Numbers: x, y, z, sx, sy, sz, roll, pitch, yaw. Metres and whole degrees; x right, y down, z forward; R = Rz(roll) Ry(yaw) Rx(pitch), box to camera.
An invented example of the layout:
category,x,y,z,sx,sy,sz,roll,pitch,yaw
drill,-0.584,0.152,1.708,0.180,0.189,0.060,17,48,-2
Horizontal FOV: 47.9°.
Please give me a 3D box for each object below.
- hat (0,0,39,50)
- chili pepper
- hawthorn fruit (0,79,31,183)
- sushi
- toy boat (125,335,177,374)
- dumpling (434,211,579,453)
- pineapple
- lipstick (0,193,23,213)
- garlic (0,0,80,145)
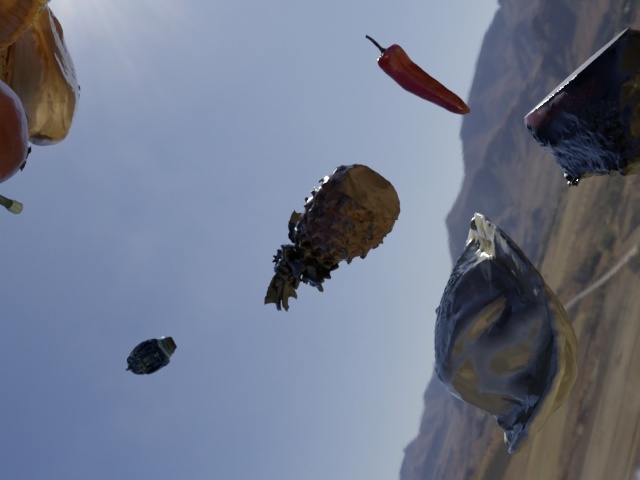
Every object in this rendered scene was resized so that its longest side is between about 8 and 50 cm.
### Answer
category,x,y,z,sx,sy,sz,roll,pitch,yaw
hat,-0.372,-0.208,0.538,0.233,0.233,0.244,-91,-11,-54
chili pepper,0.190,-0.332,1.462,0.063,0.272,0.071,-52,-10,16
hawthorn fruit,-0.465,-0.154,0.914,0.202,0.185,0.185,-30,37,65
sushi,0.335,-0.149,0.827,0.136,0.126,0.225,-43,-1,-7
toy boat,-0.311,0.211,1.294,0.061,0.060,0.137,-30,2,-44
dumpling,0.198,0.084,0.811,0.175,0.243,0.227,-33,-36,-21
pineapple,0.000,0.000,1.215,0.310,0.141,0.170,-47,42,39
lipstick,-0.829,-0.104,1.882,0.116,0.037,0.037,46,-120,-64
garlic,-0.643,-0.361,1.507,0.286,0.249,0.313,-17,-64,-41
